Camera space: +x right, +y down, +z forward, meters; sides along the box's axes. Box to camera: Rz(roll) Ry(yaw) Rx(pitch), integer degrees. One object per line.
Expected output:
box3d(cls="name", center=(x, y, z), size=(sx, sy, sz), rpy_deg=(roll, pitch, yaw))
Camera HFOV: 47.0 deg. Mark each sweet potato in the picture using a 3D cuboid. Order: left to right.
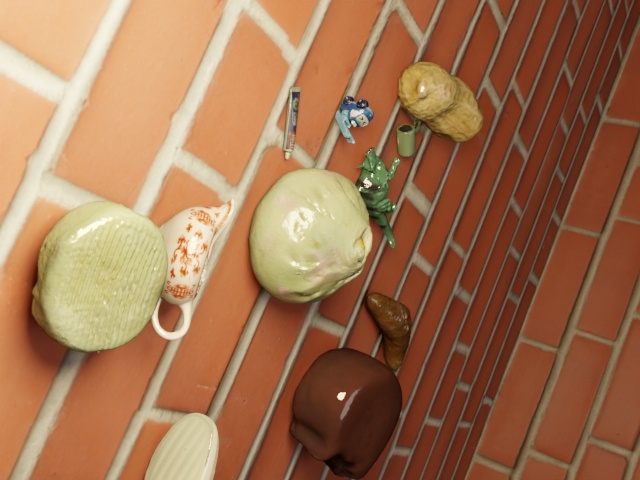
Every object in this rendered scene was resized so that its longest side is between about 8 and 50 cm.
box3d(cls="sweet potato", center=(0.199, 0.228, 2.005), size=(0.114, 0.092, 0.342), rpy_deg=(-40, 139, -17))

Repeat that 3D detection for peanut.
box3d(cls="peanut", center=(0.285, -0.343, 1.788), size=(0.143, 0.159, 0.291), rpy_deg=(-49, 143, 16))

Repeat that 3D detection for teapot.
box3d(cls="teapot", center=(-0.217, 0.037, 1.179), size=(0.116, 0.159, 0.246), rpy_deg=(16, 85, -17))

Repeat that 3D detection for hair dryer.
box3d(cls="hair dryer", center=(0.231, -0.277, 1.840), size=(0.150, 0.047, 0.071), rpy_deg=(-57, 150, -43))

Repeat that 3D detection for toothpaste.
box3d(cls="toothpaste", center=(-0.056, -0.224, 1.408), size=(0.037, 0.021, 0.140), rpy_deg=(-17, 118, -60))

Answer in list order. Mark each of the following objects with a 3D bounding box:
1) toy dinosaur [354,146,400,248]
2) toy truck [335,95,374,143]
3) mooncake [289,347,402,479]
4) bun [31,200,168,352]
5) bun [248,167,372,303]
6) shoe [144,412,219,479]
box3d(cls="toy dinosaur", center=(0.145, -0.112, 1.746), size=(0.120, 0.079, 0.292), rpy_deg=(-53, 143, -18))
box3d(cls="toy truck", center=(0.067, -0.250, 1.540), size=(0.090, 0.073, 0.056), rpy_deg=(-65, 149, -12))
box3d(cls="mooncake", center=(0.058, 0.426, 1.805), size=(0.325, 0.174, 0.334), rpy_deg=(-4, 113, -55))
box3d(cls="bun", center=(-0.316, 0.046, 1.047), size=(0.221, 0.108, 0.221), rpy_deg=(-24, 124, -42))
box3d(cls="bun", center=(0.000, 0.000, 1.435), size=(0.283, 0.179, 0.284), rpy_deg=(-17, 114, -41))
box3d(cls="shoe", center=(-0.260, 0.501, 1.371), size=(0.363, 0.131, 0.160), rpy_deg=(-64, 149, -4))
